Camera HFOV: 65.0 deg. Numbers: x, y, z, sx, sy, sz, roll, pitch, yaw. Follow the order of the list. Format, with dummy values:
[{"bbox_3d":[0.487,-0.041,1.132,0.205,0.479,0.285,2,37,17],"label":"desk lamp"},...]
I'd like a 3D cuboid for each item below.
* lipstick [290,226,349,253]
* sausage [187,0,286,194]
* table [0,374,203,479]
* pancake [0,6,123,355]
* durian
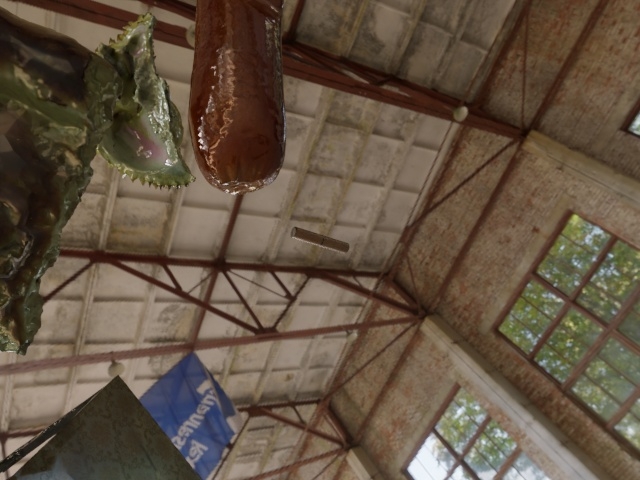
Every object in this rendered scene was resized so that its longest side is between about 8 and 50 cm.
[{"bbox_3d":[0.000,0.000,0.755,0.094,0.019,0.019,18,-68,-25],"label":"lipstick"},{"bbox_3d":[-0.081,-0.185,0.498,0.089,0.299,0.083,5,-20,-17],"label":"sausage"},{"bbox_3d":[-0.322,0.365,0.543,0.272,0.335,0.222,-35,-86,2],"label":"table"},{"bbox_3d":[-0.377,-0.062,0.365,0.427,0.067,0.304,3,-97,-21],"label":"pancake"},{"bbox_3d":[-0.323,-0.237,0.889,0.172,0.167,0.306,-10,-81,-37],"label":"durian"}]
